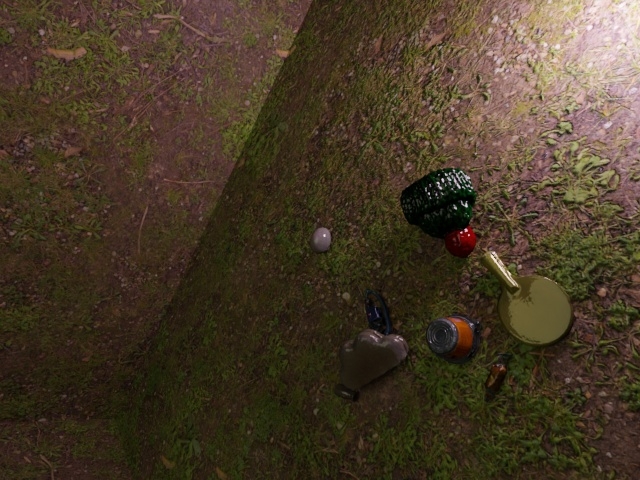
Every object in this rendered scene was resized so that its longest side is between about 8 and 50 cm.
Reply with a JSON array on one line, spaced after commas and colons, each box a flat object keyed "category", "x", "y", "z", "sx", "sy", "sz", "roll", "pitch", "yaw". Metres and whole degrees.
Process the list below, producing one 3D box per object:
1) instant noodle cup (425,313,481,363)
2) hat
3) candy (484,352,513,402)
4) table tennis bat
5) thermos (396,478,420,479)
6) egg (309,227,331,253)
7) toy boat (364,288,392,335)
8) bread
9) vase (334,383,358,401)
[{"category": "instant noodle cup", "x": 0.456, "y": 0.345, "z": 1.525, "sx": 0.208, "sy": 0.126, "sz": 0.177, "roll": -55, "pitch": 45, "yaw": 17}, {"category": "hat", "x": 0.464, "y": -0.087, "z": 1.613, "sx": 0.274, "sy": 0.242, "sz": 0.332, "roll": -37, "pitch": 64, "yaw": 47}, {"category": "candy", "x": 0.580, "y": 0.449, "z": 1.417, "sx": 0.046, "sy": 0.053, "sz": 0.182, "roll": 28, "pitch": 94, "yaw": 55}, {"category": "table tennis bat", "x": 0.665, "y": 0.181, "z": 1.430, "sx": 0.224, "sy": 0.054, "sz": 0.368, "roll": -49, "pitch": 51, "yaw": 23}, {"category": "thermos", "x": 0.350, "y": 0.865, "z": 1.478, "sx": 0.188, "sy": 0.083, "sz": 0.073, "roll": -22, "pitch": 39, "yaw": 38}, {"category": "egg", "x": 0.000, "y": 0.000, "z": 2.141, "sx": 0.103, "sy": 0.103, "sz": 0.134, "roll": 12, "pitch": 84, "yaw": 48}, {"category": "toy boat", "x": 0.228, "y": 0.304, "z": 1.799, "sx": 0.100, "sy": 0.097, "sz": 0.223, "roll": -34, "pitch": 54, "yaw": 30}, {"category": "bread", "x": 0.187, "y": 0.464, "z": 1.730, "sx": 0.337, "sy": 0.102, "sz": 0.183, "roll": -42, "pitch": 84, "yaw": 28}, {"category": "vase", "x": 0.112, "y": 0.650, "z": 1.826, "sx": 0.101, "sy": 0.053, "sz": 0.053, "roll": 9, "pitch": 82, "yaw": 42}]
